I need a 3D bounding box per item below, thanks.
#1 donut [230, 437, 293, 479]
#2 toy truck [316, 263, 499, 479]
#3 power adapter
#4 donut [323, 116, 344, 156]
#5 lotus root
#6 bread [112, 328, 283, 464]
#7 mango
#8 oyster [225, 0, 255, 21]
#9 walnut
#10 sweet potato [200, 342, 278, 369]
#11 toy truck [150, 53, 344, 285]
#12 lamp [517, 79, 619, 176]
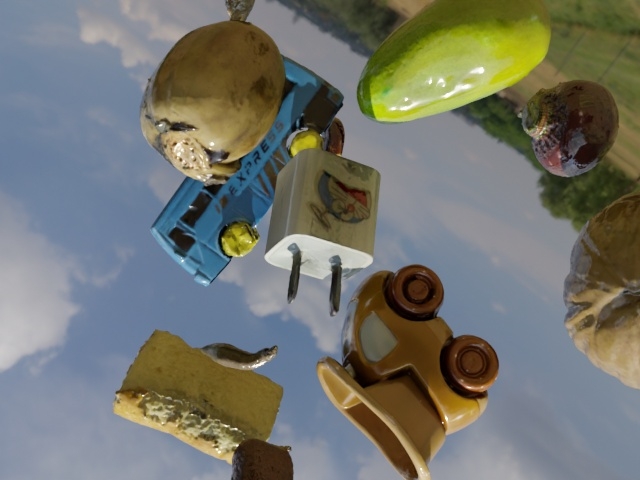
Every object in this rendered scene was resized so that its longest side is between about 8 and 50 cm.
[{"bbox_3d":[-0.132,0.509,1.569,0.126,0.187,0.144,33,175,-24],"label":"donut"},{"bbox_3d":[0.127,0.190,1.124,0.288,0.211,0.204,51,163,12],"label":"toy truck"},{"bbox_3d":[0.000,0.000,1.030,0.130,0.125,0.205,16,-117,-21],"label":"power adapter"},{"bbox_3d":[0.014,-0.246,1.893,0.059,0.140,0.140,1,-149,-26],"label":"donut"},{"bbox_3d":[-0.134,-0.217,1.045,0.182,0.183,0.310,32,-135,-12],"label":"lotus root"},{"bbox_3d":[-0.295,0.389,1.839,0.375,0.165,0.237,27,-142,-3],"label":"bread"},{"bbox_3d":[0.181,-0.256,1.043,0.149,0.273,0.185,64,-151,-6],"label":"mango"},{"bbox_3d":[-0.149,-0.653,1.640,0.111,0.396,0.204,3,-138,-37],"label":"oyster"},{"bbox_3d":[0.510,0.075,1.106,0.332,0.333,0.333,33,-165,-10],"label":"walnut"},{"bbox_3d":[-0.131,0.187,1.222,0.038,0.153,0.041,-51,-49,-50],"label":"sweet potato"},{"bbox_3d":[-0.119,-0.111,1.246,0.162,0.385,0.161,36,-178,-6],"label":"toy truck"},{"bbox_3d":[0.393,-0.183,1.213,0.134,0.156,0.157,13,-176,-20],"label":"lamp"}]
